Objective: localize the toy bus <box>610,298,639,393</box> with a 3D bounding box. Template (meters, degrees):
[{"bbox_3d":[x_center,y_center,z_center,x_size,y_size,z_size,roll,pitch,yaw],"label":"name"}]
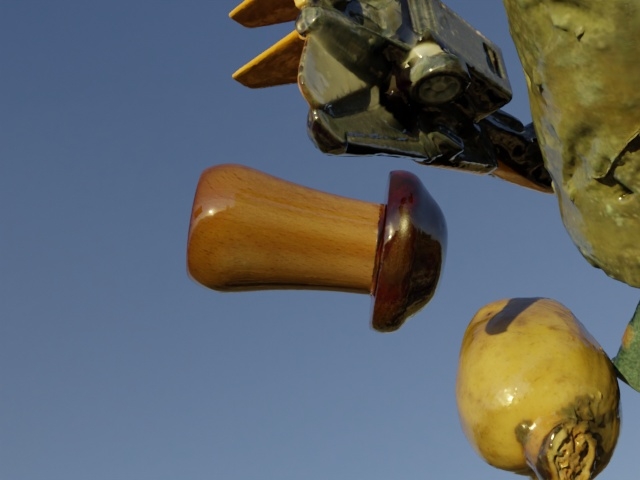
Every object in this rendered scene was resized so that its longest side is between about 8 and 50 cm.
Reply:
[{"bbox_3d":[0.354,-0.009,0.799,0.194,0.162,0.323,-28,-40,-44],"label":"toy bus"}]

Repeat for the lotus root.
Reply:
[{"bbox_3d":[0.159,0.115,0.790,0.125,0.221,0.118,9,-69,-1],"label":"lotus root"}]

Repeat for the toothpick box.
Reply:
[{"bbox_3d":[0.000,0.000,1.261,0.294,0.192,0.192,9,-33,0],"label":"toothpick box"}]

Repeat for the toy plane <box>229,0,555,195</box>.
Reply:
[{"bbox_3d":[0.090,-0.096,0.720,0.316,0.204,0.103,21,-40,-36],"label":"toy plane"}]

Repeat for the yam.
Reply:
[{"bbox_3d":[0.162,-0.108,0.573,0.133,0.133,0.330,-20,-55,12],"label":"yam"}]
